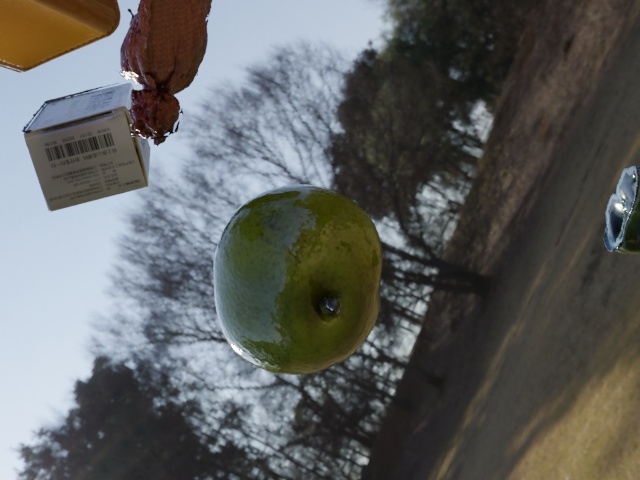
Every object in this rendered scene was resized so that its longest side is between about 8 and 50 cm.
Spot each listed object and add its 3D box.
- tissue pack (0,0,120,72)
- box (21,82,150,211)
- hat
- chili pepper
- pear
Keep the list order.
[{"bbox_3d":[-0.331,-0.296,0.777,0.274,0.145,0.195,-2,-105,-76],"label":"tissue pack"},{"bbox_3d":[-0.404,-0.177,1.460,0.333,0.173,0.145,-121,16,-69],"label":"box"},{"bbox_3d":[-0.198,-0.266,1.048,0.236,0.107,0.287,-20,-56,-77],"label":"hat"},{"bbox_3d":[0.507,-0.043,1.031,0.099,0.270,0.136,-87,-3,-56],"label":"chili pepper"},{"bbox_3d":[-0.012,0.044,0.753,0.216,0.166,0.180,-139,61,-64],"label":"pear"}]
